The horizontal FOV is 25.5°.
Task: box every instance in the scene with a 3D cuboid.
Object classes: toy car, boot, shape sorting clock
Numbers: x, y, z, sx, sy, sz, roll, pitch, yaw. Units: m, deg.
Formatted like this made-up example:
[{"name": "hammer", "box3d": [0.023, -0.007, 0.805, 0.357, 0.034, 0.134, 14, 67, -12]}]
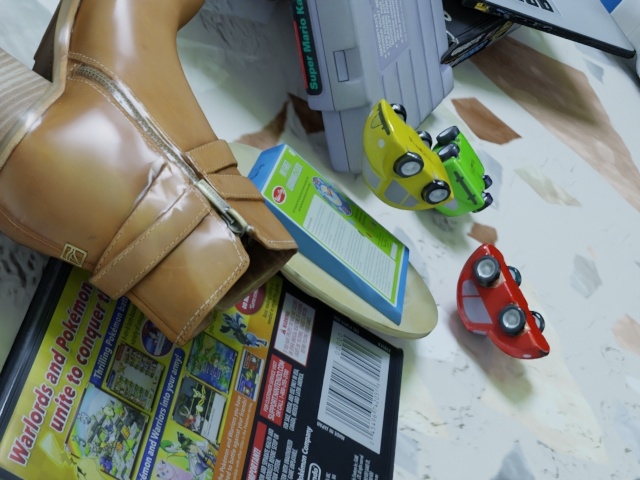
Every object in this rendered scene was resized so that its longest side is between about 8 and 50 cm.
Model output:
[{"name": "toy car", "box3d": [0.103, -0.028, 1.145, 0.239, 0.053, 0.225, 55, 18, -15]}, {"name": "boot", "box3d": [-0.093, -0.071, 0.880, 0.220, 0.109, 0.283, 38, 36, 5]}, {"name": "shape sorting clock", "box3d": [0.000, 0.000, 1.017, 0.206, 0.040, 0.206, 38, 18, -15]}]

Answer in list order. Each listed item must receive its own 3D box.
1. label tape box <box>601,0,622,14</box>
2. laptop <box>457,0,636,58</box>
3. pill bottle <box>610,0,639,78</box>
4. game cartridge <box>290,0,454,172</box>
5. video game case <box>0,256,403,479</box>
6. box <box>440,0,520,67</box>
[{"name": "label tape box", "box3d": [0.369, -0.429, 1.886, 0.240, 0.106, 0.334, 18, 39, -34]}, {"name": "laptop", "box3d": [0.171, -0.428, 1.417, 0.408, 0.236, 0.382, 10, 43, -39]}, {"name": "pill bottle", "box3d": [0.481, -0.210, 1.690, 0.278, 0.162, 0.162, 44, 32, 5]}, {"name": "game cartridge", "box3d": [0.032, -0.257, 1.168, 0.230, 0.068, 0.355, -43, 128, -55]}, {"name": "video game case", "box3d": [-0.065, 0.103, 0.847, 0.248, 0.035, 0.275, 32, 34, -15]}, {"name": "box", "box3d": [0.074, -0.312, 1.465, 0.295, 0.073, 0.293, 45, 31, 7]}]
